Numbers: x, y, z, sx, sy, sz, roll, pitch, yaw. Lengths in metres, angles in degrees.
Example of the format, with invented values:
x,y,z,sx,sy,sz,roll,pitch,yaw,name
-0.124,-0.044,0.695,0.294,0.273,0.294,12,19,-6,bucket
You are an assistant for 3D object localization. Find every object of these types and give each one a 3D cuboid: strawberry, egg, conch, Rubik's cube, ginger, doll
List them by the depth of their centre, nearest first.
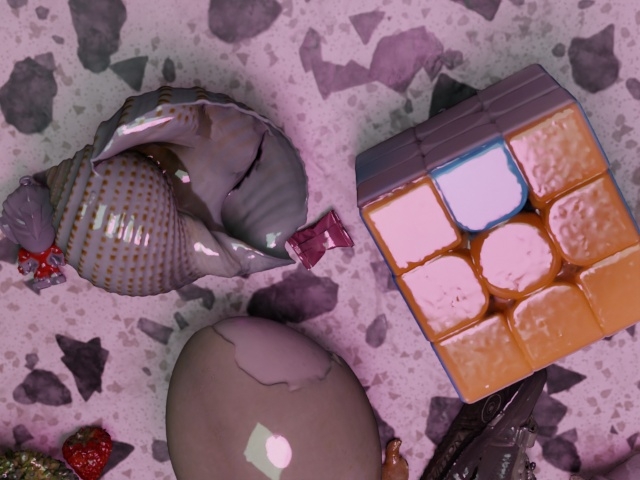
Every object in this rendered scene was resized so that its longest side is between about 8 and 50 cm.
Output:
x,y,z,sx,sy,sz,roll,pitch,yaw,name
0.232,-0.019,1.665,0.291,0.290,0.291,-27,103,9,Rubik's cube
-0.188,-0.072,1.702,0.319,0.215,0.303,8,116,-35,conch
-0.067,0.254,1.760,0.278,0.278,0.336,-17,108,6,egg
-0.388,-0.010,1.794,0.094,0.079,0.180,-13,120,-11,doll
-0.332,0.311,1.892,0.073,0.073,0.083,-10,116,4,strawberry
0.110,0.335,1.910,0.048,0.030,0.097,24,105,23,ginger

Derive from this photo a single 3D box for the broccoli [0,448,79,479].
x,y,z,sx,sy,sz,roll,pitch,yaw,name
-0.477,0.410,1.848,0.260,0.235,0.288,15,100,-39,broccoli

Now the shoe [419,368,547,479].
x,y,z,sx,sy,sz,roll,pitch,yaw,name
0.262,0.299,1.861,0.149,0.109,0.293,30,108,-12,shoe

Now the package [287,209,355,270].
x,y,z,sx,sy,sz,roll,pitch,yaw,name
0.000,0.000,1.811,0.083,0.029,0.059,-29,101,18,package

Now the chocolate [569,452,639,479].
x,y,z,sx,sy,sz,roll,pitch,yaw,name
0.471,0.381,1.855,0.147,0.221,0.221,-31,105,-10,chocolate
